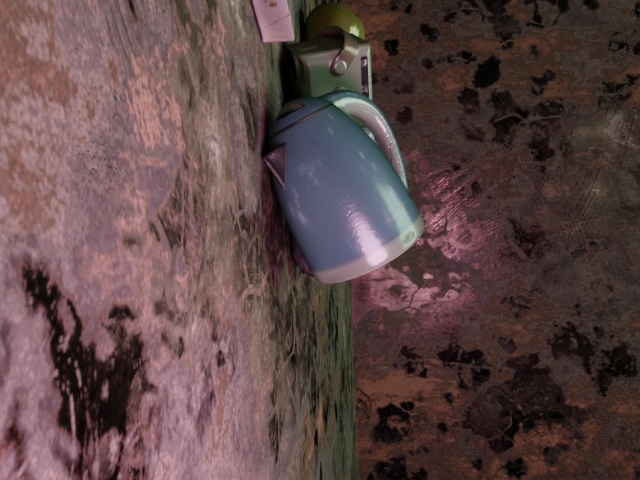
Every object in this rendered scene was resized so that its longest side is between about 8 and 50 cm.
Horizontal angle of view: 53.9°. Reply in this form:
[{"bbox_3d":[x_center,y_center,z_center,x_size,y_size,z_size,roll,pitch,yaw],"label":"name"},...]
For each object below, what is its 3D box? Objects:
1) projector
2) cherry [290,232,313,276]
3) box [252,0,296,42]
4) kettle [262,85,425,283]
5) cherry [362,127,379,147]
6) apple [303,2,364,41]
[{"bbox_3d":[0.020,-0.380,1.500,0.163,0.177,0.242,-126,-153,-54],"label":"projector"},{"bbox_3d":[0.000,-0.004,1.460,0.176,0.140,0.176,177,-90,-86],"label":"cherry"},{"bbox_3d":[-0.093,-0.499,1.135,0.243,0.067,0.155,73,17,-64],"label":"box"},{"bbox_3d":[0.046,-0.138,1.264,0.319,0.247,0.342,-37,105,-36],"label":"kettle"},{"bbox_3d":[0.065,-0.250,1.722,0.255,0.218,0.296,-55,-176,28],"label":"cherry"},{"bbox_3d":[0.038,-0.594,1.850,0.200,0.200,0.200,-2,90,-84],"label":"apple"}]
